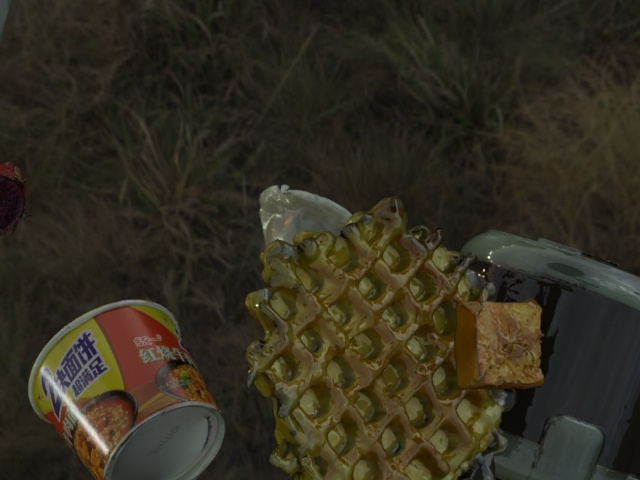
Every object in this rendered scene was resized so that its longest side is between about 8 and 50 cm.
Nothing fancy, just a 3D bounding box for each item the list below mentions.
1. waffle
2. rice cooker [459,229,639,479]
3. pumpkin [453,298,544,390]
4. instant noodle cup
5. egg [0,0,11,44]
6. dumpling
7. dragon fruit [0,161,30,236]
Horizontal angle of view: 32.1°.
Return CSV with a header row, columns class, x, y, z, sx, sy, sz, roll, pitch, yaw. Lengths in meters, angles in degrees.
class,x,y,z,sx,sy,sz,roll,pitch,yaw
waffle,0.057,0.126,1.030,0.329,0.062,0.329,8,76,-32
rice cooker,0.279,0.175,1.415,0.335,0.335,0.325,20,90,12
pumpkin,0.155,0.091,0.980,0.074,0.054,0.083,5,79,-19
instant noodle cup,-0.224,0.205,1.358,0.213,0.213,0.174,-33,52,-13
egg,-0.247,-0.124,0.322,0.201,0.337,0.337,25,67,13
dumpling,0.002,-0.001,1.541,0.155,0.181,0.111,-7,70,46
dragon fruit,-0.376,-0.052,1.202,0.112,0.126,0.068,-47,52,22
